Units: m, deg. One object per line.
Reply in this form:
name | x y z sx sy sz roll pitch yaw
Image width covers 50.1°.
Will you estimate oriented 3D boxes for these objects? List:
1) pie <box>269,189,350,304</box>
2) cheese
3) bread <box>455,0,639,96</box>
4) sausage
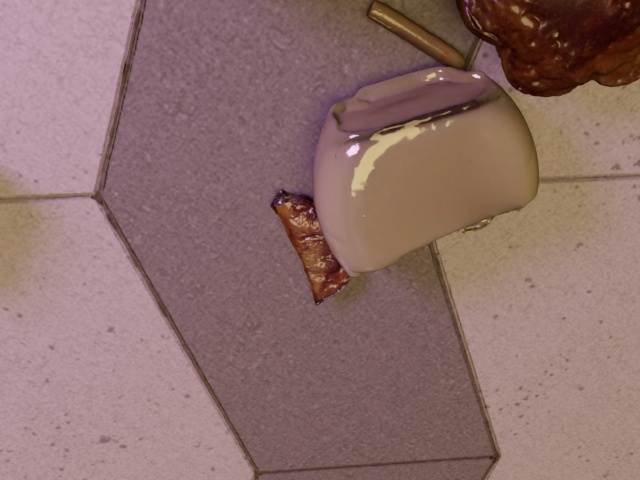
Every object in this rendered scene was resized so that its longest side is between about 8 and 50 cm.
pie | 0.000 0.000 0.888 0.092 0.034 0.170 -26 114 4
cheese | 0.121 -0.072 0.807 0.265 0.127 0.233 -19 118 0
bread | 0.255 -0.268 0.711 0.246 0.135 0.232 18 116 -15
sausage | 0.112 -0.231 0.780 0.132 0.024 0.024 25 113 -18
